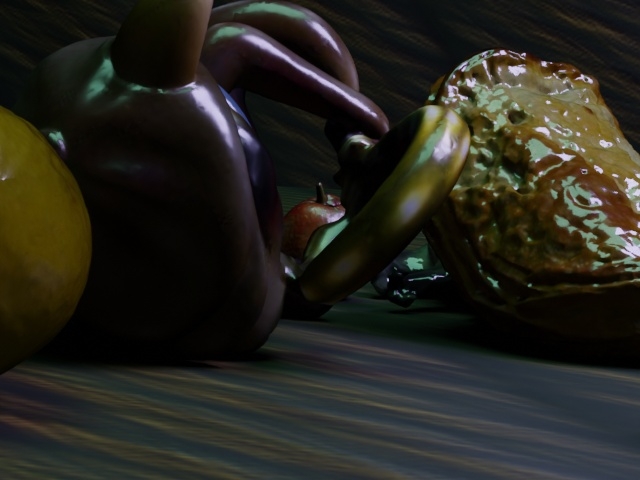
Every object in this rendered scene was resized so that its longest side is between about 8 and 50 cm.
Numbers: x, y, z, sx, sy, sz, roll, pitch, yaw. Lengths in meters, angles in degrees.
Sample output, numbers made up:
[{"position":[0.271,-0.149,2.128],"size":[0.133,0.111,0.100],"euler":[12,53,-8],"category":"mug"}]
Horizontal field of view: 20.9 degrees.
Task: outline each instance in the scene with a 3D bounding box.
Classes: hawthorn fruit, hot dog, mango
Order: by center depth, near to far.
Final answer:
[{"position":[-0.211,-0.003,0.782],"size":[0.195,0.142,0.331],"euler":[6,0,-21],"category":"mango"},{"position":[0.156,-0.005,1.061],"size":[0.175,0.114,0.259],"euler":[9,35,-32],"category":"hot dog"},{"position":[0.000,0.006,1.245],"size":[0.077,0.077,0.077],"euler":[2,4,0],"category":"hawthorn fruit"}]

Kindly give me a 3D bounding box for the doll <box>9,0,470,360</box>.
[{"position":[-0.077,-0.027,1.023],"size":[0.318,0.209,0.340],"euler":[-30,0,4],"category":"doll"}]

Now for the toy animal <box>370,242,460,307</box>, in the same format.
[{"position":[0.105,0.007,1.229],"size":[0.121,0.094,0.225],"euler":[11,2,-3],"category":"toy animal"}]
